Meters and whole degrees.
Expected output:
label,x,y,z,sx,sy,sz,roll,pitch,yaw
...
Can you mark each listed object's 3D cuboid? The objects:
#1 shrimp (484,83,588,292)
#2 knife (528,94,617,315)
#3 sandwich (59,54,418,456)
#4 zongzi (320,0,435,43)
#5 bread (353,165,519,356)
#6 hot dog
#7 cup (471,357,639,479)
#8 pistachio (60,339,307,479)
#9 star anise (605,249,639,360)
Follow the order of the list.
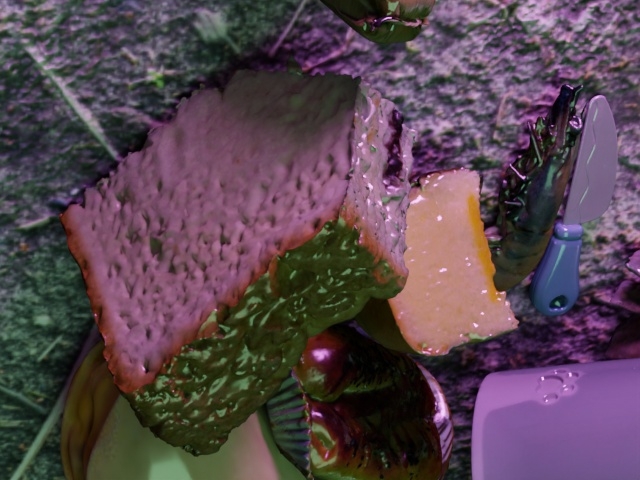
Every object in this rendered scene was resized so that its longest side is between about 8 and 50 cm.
label,x,y,z,sx,sy,sz,roll,pitch,yaw
shrimp,0.145,-0.047,1.850,0.198,0.051,0.262,5,128,-22
knife,0.259,-0.033,1.921,0.058,0.032,0.244,4,118,-19
sandwich,-0.056,-0.011,1.674,0.325,0.262,0.131,-42,132,12
zongzi,0.043,-0.277,1.558,0.094,0.205,0.204,-1,122,-31
bread,0.091,0.015,1.814,0.140,0.169,0.160,-15,99,-21
hot dog,0.045,0.166,1.870,0.082,0.163,0.270,-14,161,32
cup,0.334,0.248,1.975,0.274,0.259,0.356,-8,174,21
pistachio,-0.119,0.224,1.852,0.230,0.230,0.309,-31,118,4
star anise,0.390,0.047,1.984,0.229,0.093,0.236,-20,125,2
